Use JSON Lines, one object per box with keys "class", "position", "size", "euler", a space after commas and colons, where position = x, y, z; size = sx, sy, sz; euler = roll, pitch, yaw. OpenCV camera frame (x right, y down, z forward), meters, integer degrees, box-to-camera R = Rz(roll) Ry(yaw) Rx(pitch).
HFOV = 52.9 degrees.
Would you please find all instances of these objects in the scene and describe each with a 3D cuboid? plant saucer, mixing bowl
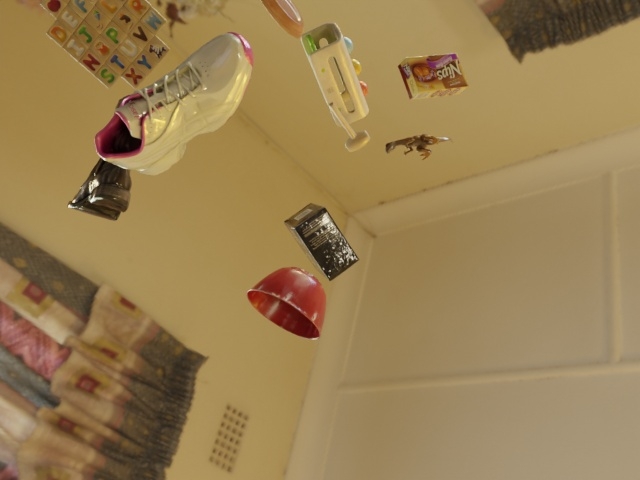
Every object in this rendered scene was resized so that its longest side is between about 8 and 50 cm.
{"class": "plant saucer", "position": [-0.116, -0.710, 1.968], "size": [0.037, 0.200, 0.200], "euler": [-34, -142, 23]}
{"class": "mixing bowl", "position": [-0.055, 0.121, 1.368], "size": [0.181, 0.181, 0.098], "euler": [3, -127, 49]}

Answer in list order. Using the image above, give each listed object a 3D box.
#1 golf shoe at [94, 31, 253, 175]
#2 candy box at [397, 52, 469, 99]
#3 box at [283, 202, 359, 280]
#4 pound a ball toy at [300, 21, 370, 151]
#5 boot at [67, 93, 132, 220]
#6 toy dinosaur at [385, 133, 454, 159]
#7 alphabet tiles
{"class": "golf shoe", "position": [-0.233, -0.211, 1.018], "size": [0.306, 0.140, 0.115], "euler": [-41, -104, 23]}
{"class": "candy box", "position": [0.319, -0.461, 1.809], "size": [0.053, 0.186, 0.109], "euler": [-35, -110, 61]}
{"class": "box", "position": [0.000, 0.000, 1.566], "size": [0.093, 0.158, 0.156], "euler": [-35, -167, -6]}
{"class": "pound a ball toy", "position": [0.073, -0.448, 1.886], "size": [0.135, 0.319, 0.208], "euler": [-24, -135, 5]}
{"class": "boot", "position": [-0.405, -0.166, 1.271], "size": [0.262, 0.091, 0.229], "euler": [-9, -113, 52]}
{"class": "toy dinosaur", "position": [0.275, -0.258, 1.671], "size": [0.211, 0.064, 0.112], "euler": [-5, -154, -12]}
{"class": "alphabet tiles", "position": [-0.612, -0.609, 1.834], "size": [0.285, 0.342, 0.011], "euler": [-39, -159, 24]}
